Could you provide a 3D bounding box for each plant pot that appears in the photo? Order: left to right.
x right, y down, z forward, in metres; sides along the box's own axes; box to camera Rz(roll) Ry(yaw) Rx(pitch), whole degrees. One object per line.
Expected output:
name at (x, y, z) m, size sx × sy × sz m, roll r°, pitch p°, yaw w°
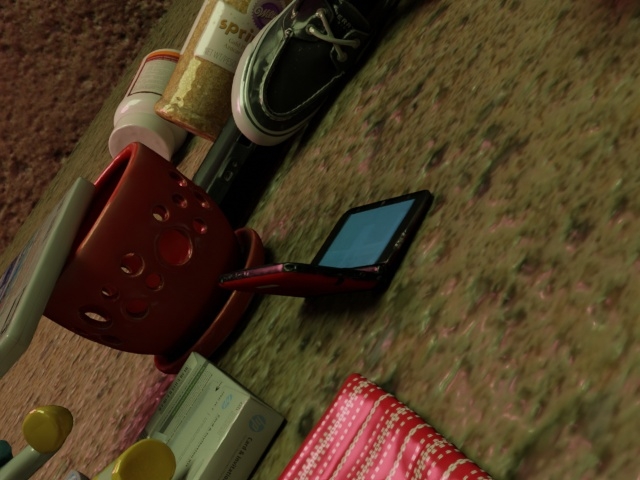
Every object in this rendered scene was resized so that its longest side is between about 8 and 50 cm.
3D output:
plant pot at (-0.166, 0.027, 1.053) m, size 0.191 × 0.174 × 0.191 m, roll -45°, pitch 22°, yaw 24°

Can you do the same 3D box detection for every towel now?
towel at (0.011, 0.189, 0.600) m, size 0.199 × 0.031 × 0.275 m, roll -54°, pitch 19°, yaw -3°

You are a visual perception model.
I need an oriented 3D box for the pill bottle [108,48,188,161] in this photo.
pill bottle at (-0.268, -0.210, 1.755) m, size 0.121 × 0.121 × 0.221 m, roll -40°, pitch 24°, yaw 35°

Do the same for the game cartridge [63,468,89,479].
game cartridge at (-0.261, 0.269, 1.111) m, size 0.056 × 0.017 × 0.083 m, roll -53°, pitch 19°, yaw -8°

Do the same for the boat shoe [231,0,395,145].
boat shoe at (0.010, -0.237, 1.205) m, size 0.301 × 0.108 × 0.102 m, roll -54°, pitch 17°, yaw -21°

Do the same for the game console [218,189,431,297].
game console at (0.000, 0.000, 0.861) m, size 0.144 × 0.124 × 0.085 m, roll -13°, pitch 71°, yaw 62°

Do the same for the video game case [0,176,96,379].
video game case at (-0.284, 0.066, 0.978) m, size 0.193 × 0.023 × 0.212 m, roll -43°, pitch 24°, yaw 35°

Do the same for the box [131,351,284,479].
box at (-0.109, 0.176, 0.881) m, size 0.145 × 0.038 × 0.186 m, roll -58°, pitch 19°, yaw -7°

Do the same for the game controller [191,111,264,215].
game controller at (-0.089, -0.115, 1.294) m, size 0.319 × 0.067 × 0.166 m, roll -61°, pitch 2°, yaw -19°

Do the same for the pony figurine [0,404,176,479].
pony figurine at (-0.311, 0.284, 0.852) m, size 0.351 × 0.303 × 0.363 m, roll -39°, pitch -2°, yaw -39°

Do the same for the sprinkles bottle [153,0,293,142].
sprinkles bottle at (-0.100, -0.308, 1.456) m, size 0.355 × 0.121 × 0.121 m, roll -65°, pitch 20°, yaw 0°
